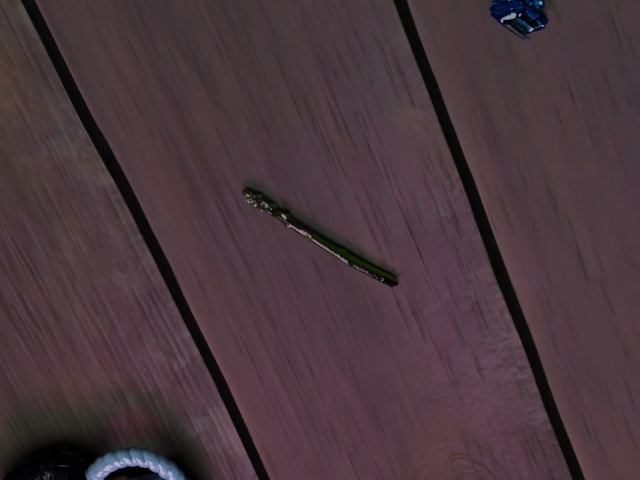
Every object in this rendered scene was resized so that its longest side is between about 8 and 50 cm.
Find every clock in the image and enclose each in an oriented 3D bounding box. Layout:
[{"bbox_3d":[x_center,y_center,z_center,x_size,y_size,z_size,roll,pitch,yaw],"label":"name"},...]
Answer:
[{"bbox_3d":[-0.200,0.276,1.562,0.194,0.100,0.195,-25,118,10],"label":"clock"}]

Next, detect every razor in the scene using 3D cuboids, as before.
[{"bbox_3d":[0.261,-0.277,1.278,0.324,0.093,0.056,-38,77,15],"label":"razor"}]

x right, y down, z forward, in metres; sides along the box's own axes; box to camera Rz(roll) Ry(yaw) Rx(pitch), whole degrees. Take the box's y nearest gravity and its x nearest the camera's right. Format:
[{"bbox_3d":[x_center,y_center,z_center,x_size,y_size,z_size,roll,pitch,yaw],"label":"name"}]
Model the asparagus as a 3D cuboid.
[{"bbox_3d":[0.000,0.000,1.453,0.166,0.016,0.013,30,148,-16],"label":"asparagus"}]
